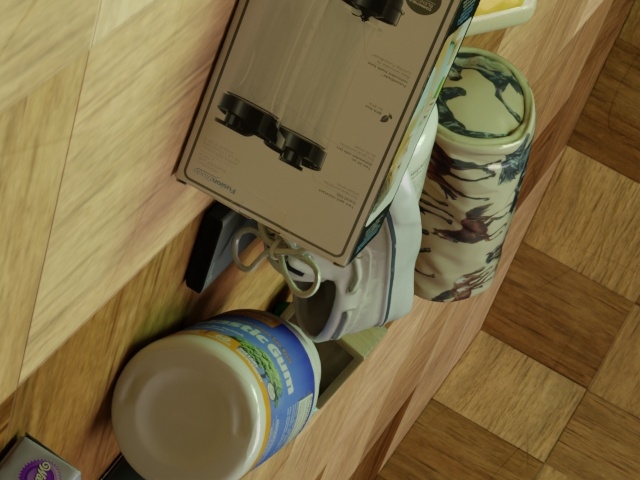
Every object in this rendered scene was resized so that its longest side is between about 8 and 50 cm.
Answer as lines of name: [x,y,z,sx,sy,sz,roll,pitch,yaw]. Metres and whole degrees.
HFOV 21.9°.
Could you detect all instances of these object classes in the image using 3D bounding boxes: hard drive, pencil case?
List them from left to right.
hard drive: [-0.080,-0.019,1.593,0.135,0.022,0.094,-47,162,-49]
pencil case: [0.168,-0.081,2.145,0.160,0.183,0.410,-60,167,-30]

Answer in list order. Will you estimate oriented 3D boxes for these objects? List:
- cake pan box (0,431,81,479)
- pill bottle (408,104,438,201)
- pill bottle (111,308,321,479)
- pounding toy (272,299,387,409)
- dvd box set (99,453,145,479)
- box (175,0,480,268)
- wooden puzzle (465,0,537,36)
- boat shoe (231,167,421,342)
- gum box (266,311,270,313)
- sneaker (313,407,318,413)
cake pan box: [-0.294,0.322,1.392,0.246,0.070,0.267,-51,166,-31]
pill bottle: [0.049,-0.108,1.665,0.131,0.131,0.229,-55,167,-28]
pill bottle: [-0.088,0.149,1.640,0.152,0.152,0.272,-63,169,13]
pounding toy: [-0.001,0.099,2.006,0.130,0.141,0.100,-51,177,37]
dvd box set: [-0.249,0.403,1.793,0.308,0.062,0.420,-52,166,-40]
box: [0.012,-0.144,1.331,0.087,0.169,0.290,-45,159,-61]
wooden puzzle: [0.128,-0.273,1.501,0.221,0.044,0.239,-16,135,-29]
boat shoe: [-0.004,-0.006,1.552,0.156,0.136,0.367,-26,155,-12]
gum box: [-0.109,0.192,1.935,0.184,0.041,0.157,-47,162,-53]
sneaker: [-0.008,0.166,2.222,0.065,0.076,0.166,-42,158,-61]
